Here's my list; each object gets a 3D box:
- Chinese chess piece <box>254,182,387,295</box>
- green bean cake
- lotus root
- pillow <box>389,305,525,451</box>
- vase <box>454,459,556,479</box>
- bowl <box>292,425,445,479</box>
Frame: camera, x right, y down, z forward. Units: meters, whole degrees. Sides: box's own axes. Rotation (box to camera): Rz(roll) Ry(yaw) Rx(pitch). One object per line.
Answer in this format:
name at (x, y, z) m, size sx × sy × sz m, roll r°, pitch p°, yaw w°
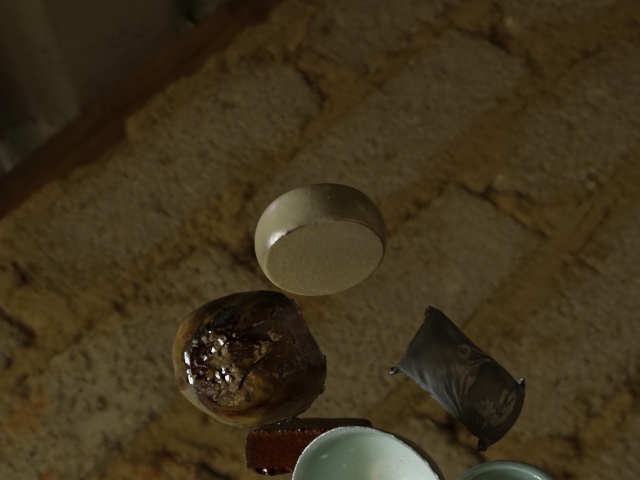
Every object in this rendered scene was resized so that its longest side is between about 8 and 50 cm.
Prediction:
Chinese chess piece at (0.000, 0.000, 2.551) m, size 0.273 × 0.102 × 0.273 m, roll -7°, pitch -39°, yaw -6°
green bean cake at (-0.016, 0.428, 2.647) m, size 0.198 × 0.232 × 0.097 m, roll -6°, pitch -86°, yaw -71°
lotus root at (-0.139, 0.219, 2.253) m, size 0.272 × 0.272 × 0.192 m, roll -61°, pitch -18°, yaw 18°
pillow at (0.258, 0.251, 2.299) m, size 0.169 × 0.255 × 0.059 m, roll -52°, pitch 7°, yaw -19°
vase at (0.221, 0.410, 1.507) m, size 0.143 × 0.143 × 0.299 m, roll -36°, pitch -43°, yaw -29°
bowl at (0.118, 0.449, 2.243) m, size 0.146 × 0.313 × 0.313 m, roll -28°, pitch -33°, yaw -58°
